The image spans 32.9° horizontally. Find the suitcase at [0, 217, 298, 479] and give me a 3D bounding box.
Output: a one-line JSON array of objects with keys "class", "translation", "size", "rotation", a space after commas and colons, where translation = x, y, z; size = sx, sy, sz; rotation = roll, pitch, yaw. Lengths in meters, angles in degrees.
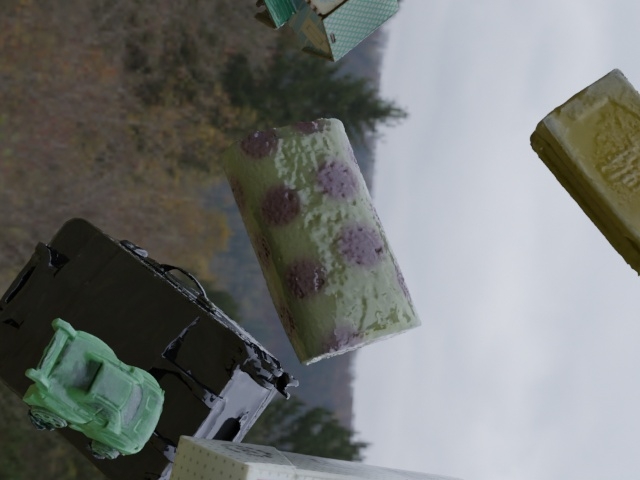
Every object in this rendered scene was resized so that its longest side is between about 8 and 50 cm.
[{"class": "suitcase", "translation": [-0.254, 0.167, 1.494], "size": [0.283, 0.434, 0.194], "rotation": [-55, 153, -4]}]

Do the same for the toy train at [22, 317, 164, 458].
[{"class": "toy train", "translation": [-0.214, 0.141, 1.024], "size": [0.081, 0.149, 0.099], "rotation": [-21, -141, 52]}]

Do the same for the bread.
[{"class": "bread", "translation": [0.000, 0.000, 1.558], "size": [0.338, 0.187, 0.155], "rotation": [70, -25, 13]}]

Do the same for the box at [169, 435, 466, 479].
[{"class": "box", "translation": [0.014, 0.283, 0.859], "size": [0.095, 0.330, 0.210], "rotation": [8, -98, 47]}]

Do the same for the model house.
[{"class": "model house", "translation": [-0.007, -0.362, 1.548], "size": [0.178, 0.206, 0.271], "rotation": [-43, -177, -18]}]

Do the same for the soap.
[{"class": "soap", "translation": [0.525, -0.121, 1.847], "size": [0.315, 0.199, 0.091], "rotation": [54, -11, 11]}]
